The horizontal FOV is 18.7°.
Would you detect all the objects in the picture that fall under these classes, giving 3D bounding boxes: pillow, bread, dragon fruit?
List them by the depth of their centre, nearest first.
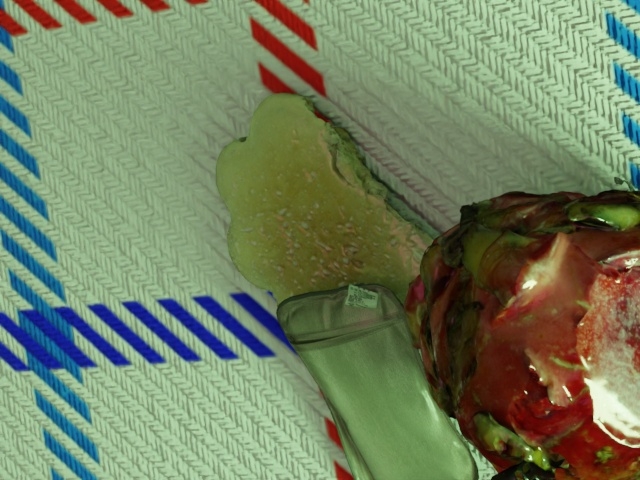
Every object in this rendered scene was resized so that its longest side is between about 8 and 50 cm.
[{"bbox_3d":[0.190,0.081,1.531,0.291,0.250,0.269,0,89,62],"label":"dragon fruit"},{"bbox_3d":[0.053,0.138,1.722,0.131,0.038,0.232,-16,112,31],"label":"pillow"},{"bbox_3d":[0.000,0.000,1.736,0.251,0.039,0.182,48,120,9],"label":"bread"}]
